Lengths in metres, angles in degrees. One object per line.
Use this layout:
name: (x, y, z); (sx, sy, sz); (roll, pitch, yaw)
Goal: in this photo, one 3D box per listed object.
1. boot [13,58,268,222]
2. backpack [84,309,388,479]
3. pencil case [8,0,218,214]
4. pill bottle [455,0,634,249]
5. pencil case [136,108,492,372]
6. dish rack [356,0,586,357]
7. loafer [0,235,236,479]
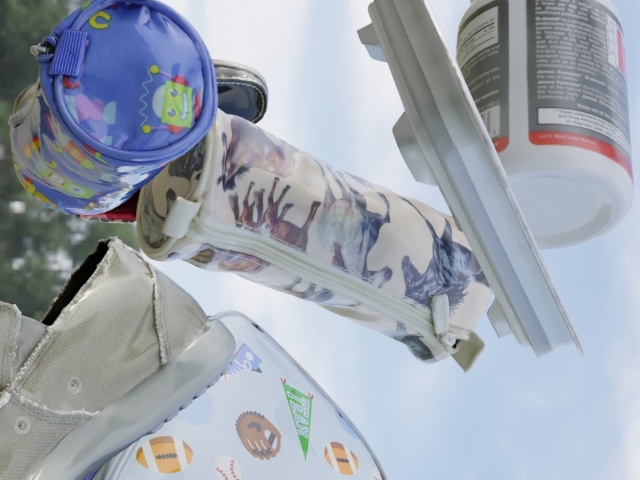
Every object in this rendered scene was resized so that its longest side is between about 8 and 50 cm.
boot: (-0.232, -0.144, 1.956); (0.284, 0.377, 0.138); (-120, -150, -58)
backpack: (-0.072, 0.189, 0.809); (0.213, 0.263, 0.276); (-23, -154, 40)
pencil case: (-0.170, -0.096, 1.067); (0.119, 0.133, 0.306); (-69, -167, -13)
pill bottle: (0.269, -0.190, 1.694); (0.210, 0.210, 0.363); (117, -20, -59)
pencil case: (0.000, 0.000, 1.422); (0.160, 0.410, 0.183); (-58, -146, 15)
dish rack: (0.126, -0.064, 1.228); (0.333, 0.072, 0.285); (58, 10, -38)
loafer: (-0.140, 0.076, 0.546); (0.094, 0.251, 0.087); (-30, -86, 42)
